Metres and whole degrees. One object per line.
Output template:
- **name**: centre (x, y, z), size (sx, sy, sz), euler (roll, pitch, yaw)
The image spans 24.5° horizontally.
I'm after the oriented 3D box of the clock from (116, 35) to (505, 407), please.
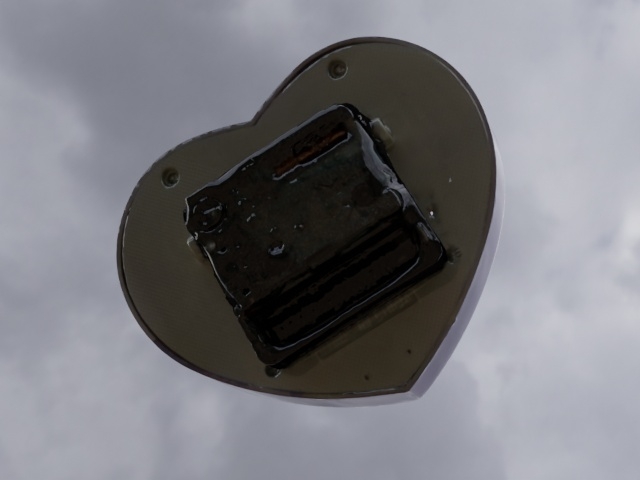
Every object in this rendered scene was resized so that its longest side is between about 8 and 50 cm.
- **clock**: centre (0.000, 0.000, 0.704), size (0.198, 0.064, 0.172), euler (-32, -113, 8)
